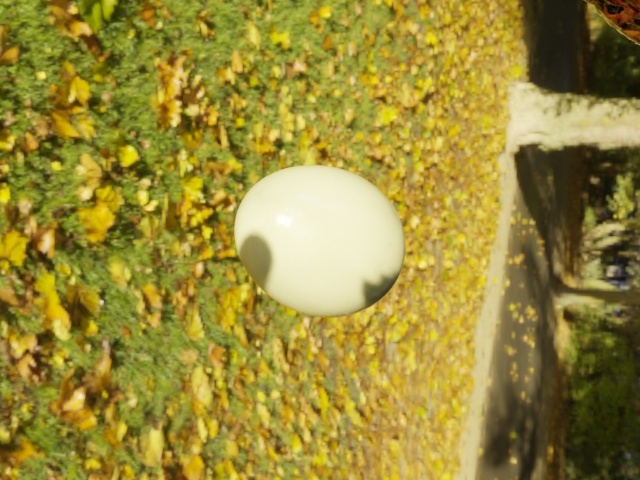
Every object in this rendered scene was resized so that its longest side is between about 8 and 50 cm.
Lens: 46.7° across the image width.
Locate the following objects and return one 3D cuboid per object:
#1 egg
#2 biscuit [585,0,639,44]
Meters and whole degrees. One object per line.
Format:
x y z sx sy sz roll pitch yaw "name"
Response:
0.000 0.000 0.915 0.242 0.186 0.186 22 69 -42 "egg"
0.154 -0.135 0.284 0.049 0.192 0.192 -59 151 -10 "biscuit"
